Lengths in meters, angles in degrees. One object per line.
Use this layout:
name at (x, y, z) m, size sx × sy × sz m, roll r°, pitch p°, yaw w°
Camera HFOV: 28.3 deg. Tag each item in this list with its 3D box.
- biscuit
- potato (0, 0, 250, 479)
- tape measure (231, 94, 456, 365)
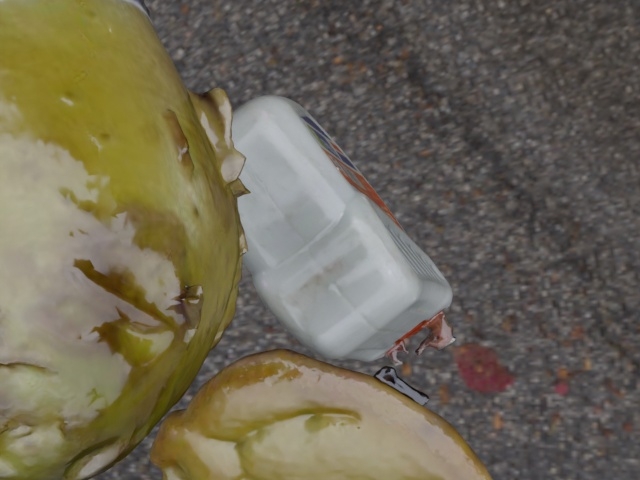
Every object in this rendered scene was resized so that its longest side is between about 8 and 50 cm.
biscuit at (0.013, 0.174, 0.835) m, size 0.260 × 0.041 × 0.203 m, roll 22°, pitch 113°, yaw 1°
potato at (-0.173, 0.036, 0.592) m, size 0.246 × 0.300 × 0.196 m, roll -7°, pitch 70°, yaw -47°
tape measure at (0.000, 0.000, 1.121) m, size 0.130 × 0.258 × 0.265 m, roll -40°, pitch 78°, yaw 8°
